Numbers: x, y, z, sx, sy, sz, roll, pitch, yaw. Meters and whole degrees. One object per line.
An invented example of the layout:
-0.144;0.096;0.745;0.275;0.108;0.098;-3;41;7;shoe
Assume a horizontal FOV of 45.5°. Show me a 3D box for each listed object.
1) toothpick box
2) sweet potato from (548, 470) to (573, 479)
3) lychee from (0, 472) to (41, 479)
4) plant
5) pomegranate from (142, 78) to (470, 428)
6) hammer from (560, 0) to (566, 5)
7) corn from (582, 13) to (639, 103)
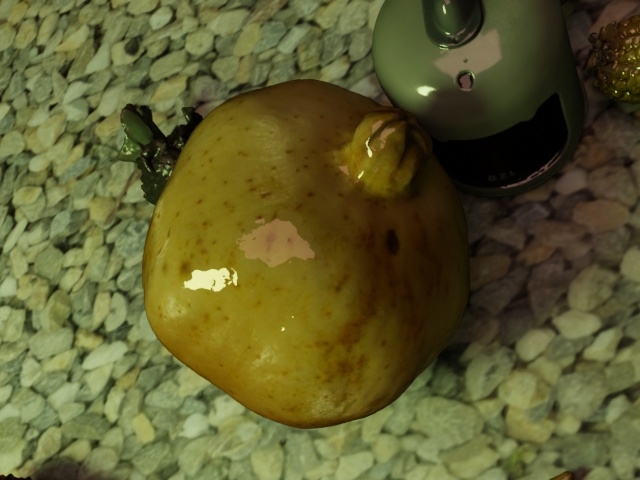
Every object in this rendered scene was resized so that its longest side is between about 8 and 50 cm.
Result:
0.178;-0.203;0.865;0.228;0.316;0.229;-7;72;22;toothpick box
0.230;0.334;0.847;0.044;0.044;0.179;22;85;27;sweet potato
-0.415;0.431;0.999;0.271;0.271;0.272;-6;73;22;lychee
-0.201;-0.110;1.096;0.203;0.142;0.131;36;62;8;plant
0.000;0.000;0.836;0.409;0.410;0.411;-6;73;22;pomegranate
0.366;-0.348;0.933;0.305;0.113;0.202;10;52;11;hammer
0.461;-0.205;0.855;0.317;0.115;0.115;2;77;22;corn
